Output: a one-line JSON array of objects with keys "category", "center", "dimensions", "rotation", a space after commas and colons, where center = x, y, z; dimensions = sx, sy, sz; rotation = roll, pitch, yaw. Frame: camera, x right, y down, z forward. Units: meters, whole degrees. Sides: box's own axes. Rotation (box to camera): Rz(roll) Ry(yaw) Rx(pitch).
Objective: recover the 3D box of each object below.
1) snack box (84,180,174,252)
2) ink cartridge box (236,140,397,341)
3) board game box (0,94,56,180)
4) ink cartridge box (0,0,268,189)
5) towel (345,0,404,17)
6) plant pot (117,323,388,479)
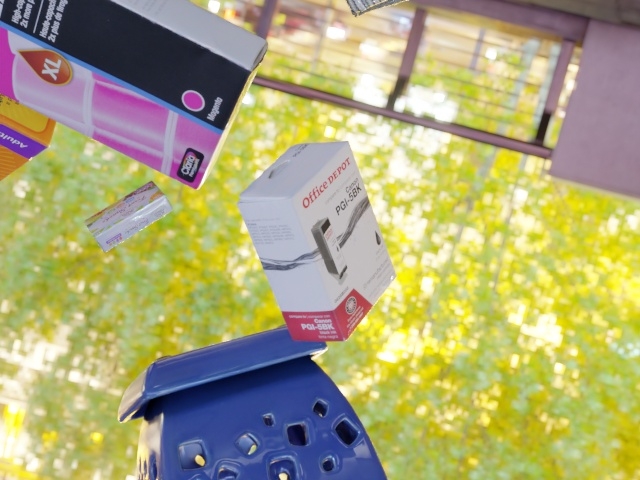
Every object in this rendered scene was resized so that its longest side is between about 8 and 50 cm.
[{"category": "snack box", "center": [-0.333, -0.043, 1.980], "dimensions": [0.037, 0.141, 0.100], "rotation": [62, 169, -28]}, {"category": "ink cartridge box", "center": [0.000, 0.000, 0.925], "dimensions": [0.056, 0.135, 0.099], "rotation": [-2, -149, 35]}, {"category": "board game box", "center": [-0.558, -0.294, 1.554], "dimensions": [0.356, 0.356, 0.356], "rotation": [28, 148, -31]}, {"category": "ink cartridge box", "center": [-0.251, -0.204, 1.141], "dimensions": [0.371, 0.175, 0.069], "rotation": [28, -137, -3]}, {"category": "towel", "center": [0.128, -0.478, 1.461], "dimensions": [0.324, 0.312, 0.056], "rotation": [-22, 177, -11]}, {"category": "plant pot", "center": [-0.088, 0.221, 1.228], "dimensions": [0.236, 0.212, 0.236], "rotation": [-14, 169, -21]}]
